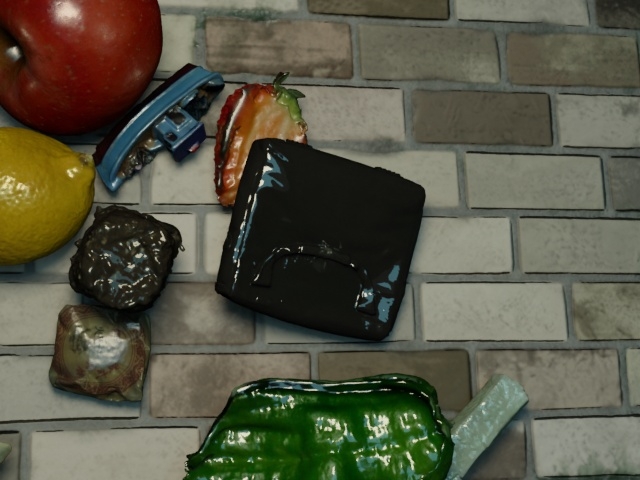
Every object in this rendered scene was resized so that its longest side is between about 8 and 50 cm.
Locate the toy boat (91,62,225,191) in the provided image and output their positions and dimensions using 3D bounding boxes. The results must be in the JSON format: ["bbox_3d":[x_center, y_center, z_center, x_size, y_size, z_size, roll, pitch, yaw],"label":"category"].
[{"bbox_3d":[-0.217,-0.150,1.480,0.097,0.100,0.223,42,76,12],"label":"toy boat"}]

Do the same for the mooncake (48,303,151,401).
[{"bbox_3d":[-0.292,0.149,1.415,0.130,0.073,0.125,7,79,-8],"label":"mooncake"}]

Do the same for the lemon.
[{"bbox_3d":[-0.401,-0.057,1.375,0.244,0.187,0.187,-13,80,9],"label":"lemon"}]

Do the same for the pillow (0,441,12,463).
[{"bbox_3d":[-0.590,0.319,1.296,0.312,0.119,0.310,29,70,-2],"label":"pillow"}]

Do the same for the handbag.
[{"bbox_3d":[0.000,0.000,1.469,0.275,0.088,0.244,16,84,-25],"label":"handbag"}]

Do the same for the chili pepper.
[{"bbox_3d":[-0.011,0.286,1.400,0.385,0.167,0.213,-13,66,-1],"label":"chili pepper"}]

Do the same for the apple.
[{"bbox_3d":[-0.334,-0.276,1.404,0.216,0.260,0.260,-34,86,-40],"label":"apple"}]

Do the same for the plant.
[{"bbox_3d":[-0.253,0.025,1.389,0.142,0.203,0.131,19,84,-15],"label":"plant"}]

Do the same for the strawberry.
[{"bbox_3d":[-0.092,-0.145,1.509,0.140,0.085,0.192,-1,99,-26],"label":"strawberry"}]

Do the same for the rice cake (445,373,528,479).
[{"bbox_3d":[0.214,0.269,1.489,0.063,0.069,0.206,45,75,1],"label":"rice cake"}]
